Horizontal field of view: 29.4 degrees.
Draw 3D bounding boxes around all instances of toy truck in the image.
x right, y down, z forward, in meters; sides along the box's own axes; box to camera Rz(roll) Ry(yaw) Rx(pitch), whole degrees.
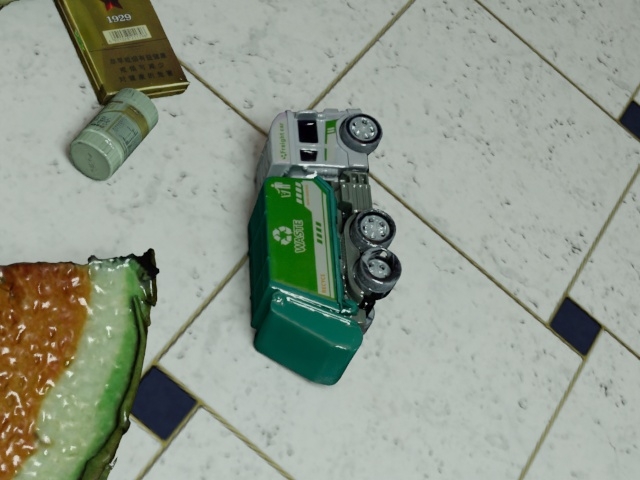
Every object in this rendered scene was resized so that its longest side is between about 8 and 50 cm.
[{"bbox_3d":[0.000,0.000,1.106,0.124,0.114,0.253,2,60,-15],"label":"toy truck"}]

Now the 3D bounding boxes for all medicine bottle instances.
[{"bbox_3d":[-0.186,-0.096,1.100,0.047,0.047,0.083,37,50,-4],"label":"medicine bottle"}]

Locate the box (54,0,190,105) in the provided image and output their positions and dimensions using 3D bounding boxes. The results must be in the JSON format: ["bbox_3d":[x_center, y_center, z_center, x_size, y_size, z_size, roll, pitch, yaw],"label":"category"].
[{"bbox_3d":[-0.192,-0.194,1.172,0.090,0.023,0.133,-14,69,-36],"label":"box"}]

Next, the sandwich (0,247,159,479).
[{"bbox_3d":[-0.241,0.129,0.898,0.212,0.109,0.292,13,53,-14],"label":"sandwich"}]

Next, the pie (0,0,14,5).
[{"bbox_3d":[-0.358,-0.353,1.143,0.339,0.077,0.339,14,56,-21],"label":"pie"}]
